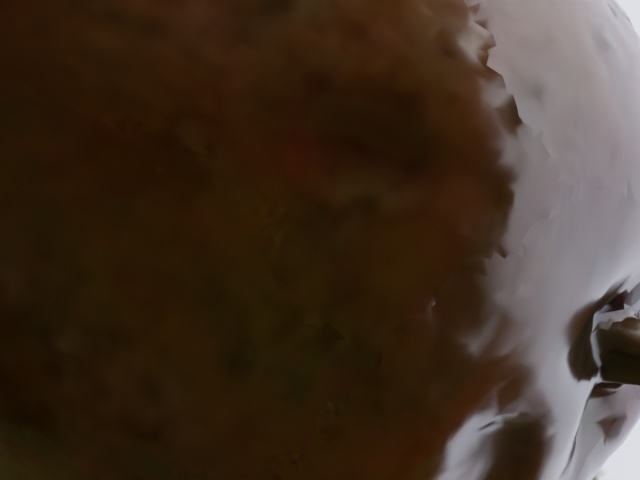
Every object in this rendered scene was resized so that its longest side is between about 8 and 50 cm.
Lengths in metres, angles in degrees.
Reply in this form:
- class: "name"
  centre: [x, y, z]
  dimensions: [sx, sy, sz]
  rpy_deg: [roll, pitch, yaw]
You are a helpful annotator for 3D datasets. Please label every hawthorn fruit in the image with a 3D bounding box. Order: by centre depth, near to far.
- class: "hawthorn fruit"
  centre: [0.000, 0.000, 0.447]
  dimensions: [0.298, 0.277, 0.277]
  rpy_deg: [25, -48, 23]
